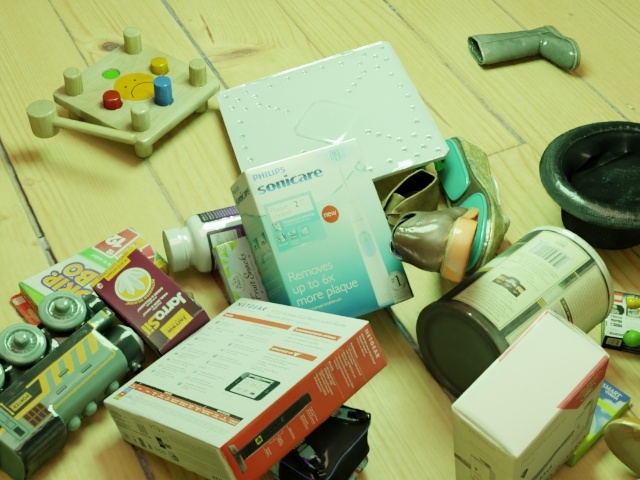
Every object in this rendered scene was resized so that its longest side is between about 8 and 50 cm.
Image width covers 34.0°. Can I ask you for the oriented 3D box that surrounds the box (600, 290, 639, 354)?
[{"bbox_3d":[0.601,0.154,1.840,0.207,0.036,0.114,10,45,7],"label":"box"}]

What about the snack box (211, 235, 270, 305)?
[{"bbox_3d":[-0.119,0.063,1.834,0.100,0.037,0.141,-20,89,-20],"label":"snack box"}]

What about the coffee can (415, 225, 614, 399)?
[{"bbox_3d":[0.324,0.125,1.737,0.275,0.201,0.201,-32,55,-31],"label":"coffee can"}]

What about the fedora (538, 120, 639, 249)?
[{"bbox_3d":[0.573,-0.086,1.998,0.334,0.152,0.334,2,45,-2],"label":"fedora"}]

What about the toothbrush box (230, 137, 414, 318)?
[{"bbox_3d":[0.000,0.000,1.797,0.216,0.126,0.295,-17,84,-19],"label":"toothbrush box"}]

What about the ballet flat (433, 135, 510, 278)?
[{"bbox_3d":[0.301,-0.060,1.997,0.123,0.123,0.348,-2,47,-6],"label":"ballet flat"}]

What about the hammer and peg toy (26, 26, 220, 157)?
[{"bbox_3d":[-0.406,-0.276,2.153,0.266,0.127,0.361,27,51,20],"label":"hammer and peg toy"}]

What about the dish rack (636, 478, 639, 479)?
[{"bbox_3d":[0.436,0.492,1.468,0.333,0.072,0.285,-13,46,-16],"label":"dish rack"}]

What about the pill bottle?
[{"bbox_3d":[-0.183,-0.003,1.902,0.194,0.108,0.108,-14,47,-17],"label":"pill bottle"}]

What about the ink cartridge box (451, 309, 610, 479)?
[{"bbox_3d":[0.299,0.260,1.516,0.117,0.283,0.207,38,70,27],"label":"ink cartridge box"}]

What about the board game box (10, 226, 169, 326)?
[{"bbox_3d":[-0.412,0.072,1.868,0.259,0.039,0.124,-31,53,-26],"label":"board game box"}]

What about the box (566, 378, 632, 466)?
[{"bbox_3d":[0.421,0.275,1.706,0.109,0.042,0.178,36,54,28],"label":"box"}]

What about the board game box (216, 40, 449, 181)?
[{"bbox_3d":[0.016,-0.225,2.125,0.390,0.050,0.390,-18,48,-4],"label":"board game box"}]

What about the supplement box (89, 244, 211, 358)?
[{"bbox_3d":[-0.283,0.111,1.762,0.188,0.080,0.104,39,73,25],"label":"supplement box"}]

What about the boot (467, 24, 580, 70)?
[{"bbox_3d":[0.464,-0.434,2.398,0.209,0.076,0.189,-6,31,-19],"label":"boot"}]

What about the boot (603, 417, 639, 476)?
[{"bbox_3d":[0.609,0.305,1.657,0.295,0.104,0.211,24,43,13],"label":"boot"}]

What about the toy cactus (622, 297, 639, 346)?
[{"bbox_3d":[0.621,0.145,1.765,0.219,0.112,0.180,-18,59,-31],"label":"toy cactus"}]

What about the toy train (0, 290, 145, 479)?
[{"bbox_3d":[-0.432,0.222,1.654,0.190,0.142,0.334,36,51,14],"label":"toy train"}]

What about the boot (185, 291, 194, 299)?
[{"bbox_3d":[-0.257,0.143,1.806,0.107,0.037,0.114,-11,51,-11],"label":"boot"}]

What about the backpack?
[{"bbox_3d":[-0.028,0.307,1.593,0.173,0.116,0.158,23,48,25],"label":"backpack"}]

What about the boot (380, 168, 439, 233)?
[{"bbox_3d":[0.110,-0.032,1.946,0.112,0.115,0.305,36,55,25],"label":"boot"}]

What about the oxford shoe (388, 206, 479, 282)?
[{"bbox_3d":[0.189,-0.009,1.761,0.133,0.129,0.364,16,1,7],"label":"oxford shoe"}]

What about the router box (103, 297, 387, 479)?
[{"bbox_3d":[-0.119,0.216,1.581,0.301,0.082,0.335,-37,25,-30],"label":"router box"}]
